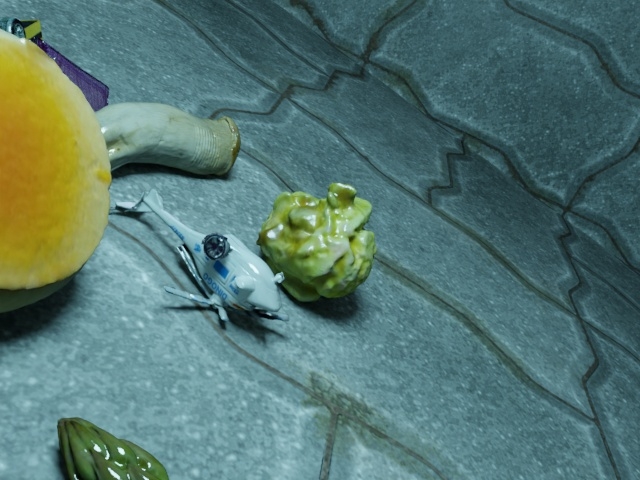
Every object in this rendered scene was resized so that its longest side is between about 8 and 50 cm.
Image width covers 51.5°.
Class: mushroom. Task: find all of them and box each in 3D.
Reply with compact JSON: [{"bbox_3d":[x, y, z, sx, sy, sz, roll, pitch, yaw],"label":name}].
[{"bbox_3d":[-0.260,-0.163,1.087,0.351,0.095,0.123,-12,95,-56],"label":"mushroom"}]

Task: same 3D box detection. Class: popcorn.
[{"bbox_3d":[0.001,0.000,1.048,0.167,0.185,0.188,-30,97,-41],"label":"popcorn"}]

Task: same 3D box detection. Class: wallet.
[{"bbox_3d":[-0.375,-0.215,0.988,0.166,0.030,0.111,36,50,-67],"label":"wallet"}]

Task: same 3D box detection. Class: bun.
[{"bbox_3d":[-0.367,-0.072,0.674,0.299,0.164,0.299,35,50,-57],"label":"bun"}]

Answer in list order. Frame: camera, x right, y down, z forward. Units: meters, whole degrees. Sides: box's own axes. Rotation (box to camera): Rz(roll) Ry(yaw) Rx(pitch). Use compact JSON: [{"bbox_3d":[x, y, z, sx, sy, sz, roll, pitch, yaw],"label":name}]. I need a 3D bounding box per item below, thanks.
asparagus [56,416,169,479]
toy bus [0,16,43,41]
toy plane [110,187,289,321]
[{"bbox_3d":[-0.131,0.252,0.568,0.287,0.080,0.080,42,25,14],"label":"asparagus"},{"bbox_3d":[-0.471,-0.214,0.868,0.121,0.123,0.336,0,31,-1],"label":"toy bus"},{"bbox_3d":[-0.156,0.010,0.922,0.182,0.107,0.273,12,29,-50],"label":"toy plane"}]
